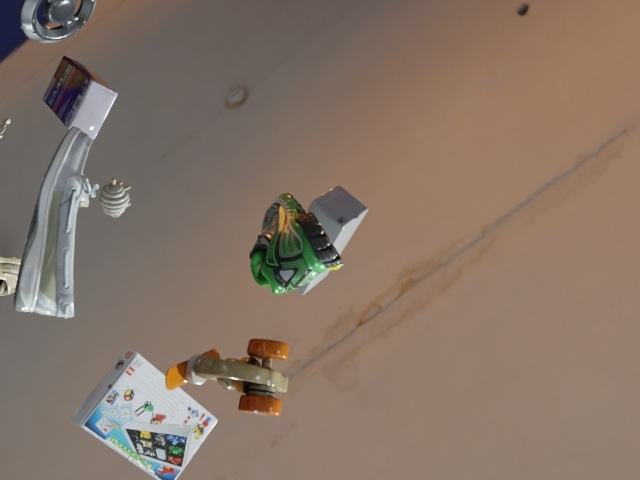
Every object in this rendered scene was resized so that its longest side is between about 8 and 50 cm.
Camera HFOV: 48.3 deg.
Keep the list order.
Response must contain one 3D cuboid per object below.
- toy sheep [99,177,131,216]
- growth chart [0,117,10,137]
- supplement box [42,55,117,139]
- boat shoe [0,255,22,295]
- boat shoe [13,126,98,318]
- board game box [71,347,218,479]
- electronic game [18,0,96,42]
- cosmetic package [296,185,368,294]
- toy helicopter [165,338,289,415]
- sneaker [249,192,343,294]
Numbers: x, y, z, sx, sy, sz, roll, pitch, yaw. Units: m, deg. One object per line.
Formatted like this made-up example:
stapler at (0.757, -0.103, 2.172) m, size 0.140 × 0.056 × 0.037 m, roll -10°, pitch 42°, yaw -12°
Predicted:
toy sheep at (-0.581, -0.121, 2.014) m, size 0.091 × 0.132 × 0.091 m, roll 4°, pitch -146°, yaw -2°
growth chart at (-0.809, -0.218, 1.680) m, size 0.172 × 0.021 × 0.237 m, roll -33°, pitch -151°, yaw 3°
supplement box at (-0.587, -0.350, 1.730) m, size 0.239 × 0.073 × 0.130 m, roll 38°, pitch -79°, yaw 47°
boat shoe at (-0.793, 0.091, 1.746) m, size 0.109 × 0.302 × 0.098 m, roll -15°, pitch -109°, yaw 7°
boat shoe at (-0.433, -0.031, 1.206) m, size 0.118 × 0.103 × 0.321 m, roll -11°, pitch -114°, yaw 65°
board game box at (-0.393, 0.411, 1.639) m, size 0.053 × 0.305 × 0.193 m, roll 12°, pitch -122°, yaw 48°
electronic game at (-0.689, -0.617, 1.881) m, size 0.229 × 0.229 × 0.048 m, roll -44°, pitch -104°, yaw -1°
cosmetic package at (0.000, 0.000, 1.672) m, size 0.107 × 0.127 × 0.238 m, roll 37°, pitch -56°, yaw 14°
toy helicopter at (-0.183, 0.291, 1.503) m, size 0.234 × 0.355 × 0.140 m, roll 6°, pitch -106°, yaw 3°
sneaker at (-0.076, 0.005, 1.321) m, size 0.146 × 0.134 × 0.343 m, roll -30°, pitch -167°, yaw -5°
